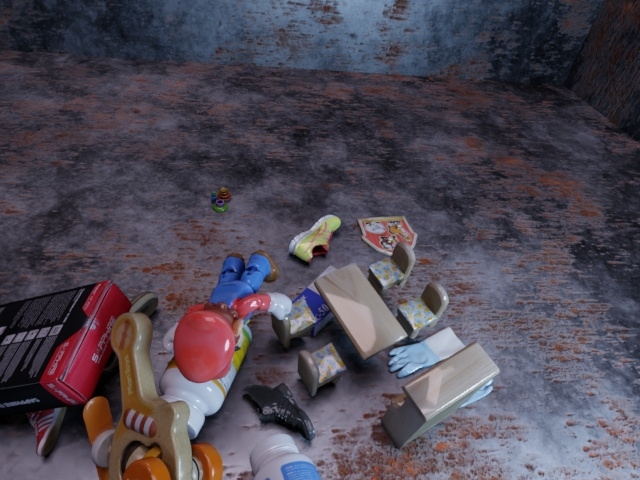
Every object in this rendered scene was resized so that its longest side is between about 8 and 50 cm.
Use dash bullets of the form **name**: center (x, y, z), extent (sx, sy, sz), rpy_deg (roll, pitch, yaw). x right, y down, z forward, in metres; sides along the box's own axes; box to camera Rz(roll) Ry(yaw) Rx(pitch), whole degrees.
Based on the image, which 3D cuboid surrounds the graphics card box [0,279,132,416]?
- **graphics card box**: center (-0.585, 0.220, 0.858), extent (0.371, 0.094, 0.233), rpy_deg (-12, 41, 11)

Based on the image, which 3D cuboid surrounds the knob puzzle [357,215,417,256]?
- **knob puzzle**: center (0.227, -0.019, 1.412), extent (0.213, 0.030, 0.213), rpy_deg (5, 42, -5)

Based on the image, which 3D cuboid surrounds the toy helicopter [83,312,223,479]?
- **toy helicopter**: center (-0.325, 0.304, 0.764), extent (0.140, 0.235, 0.355), rpy_deg (19, 49, -57)

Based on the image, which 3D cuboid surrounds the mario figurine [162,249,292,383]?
- **mario figurine**: center (-0.186, 0.163, 0.883), extent (0.170, 0.198, 0.320), rpy_deg (41, 32, -13)

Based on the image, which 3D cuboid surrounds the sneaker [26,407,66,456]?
- **sneaker**: center (-0.546, 0.362, 0.845), extent (0.067, 0.042, 0.118), rpy_deg (3, 34, -12)

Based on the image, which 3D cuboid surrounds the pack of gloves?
- **pack of gloves**: center (0.291, 0.307, 1.049), extent (0.232, 0.046, 0.195), rpy_deg (-15, 48, -25)

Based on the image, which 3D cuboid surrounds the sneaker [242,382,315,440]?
- **sneaker**: center (-0.090, 0.365, 0.917), extent (0.089, 0.051, 0.170), rpy_deg (-19, 44, -28)

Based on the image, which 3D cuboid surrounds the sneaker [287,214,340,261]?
- **sneaker**: center (0.000, 0.000, 1.326), extent (0.094, 0.081, 0.208), rpy_deg (39, 56, 20)

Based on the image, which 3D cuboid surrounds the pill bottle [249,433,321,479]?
- **pill bottle**: center (-0.048, 0.455, 0.753), extent (0.124, 0.124, 0.221), rpy_deg (-11, 32, -21)

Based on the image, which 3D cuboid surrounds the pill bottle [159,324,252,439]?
- **pill bottle**: center (-0.251, 0.278, 0.918), extent (0.136, 0.136, 0.245), rpy_deg (15, 42, 7)

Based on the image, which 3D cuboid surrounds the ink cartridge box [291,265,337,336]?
- **ink cartridge box**: center (0.006, 0.157, 1.166), extent (0.097, 0.046, 0.207), rpy_deg (28, 45, 22)

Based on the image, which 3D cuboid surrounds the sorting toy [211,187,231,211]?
- **sorting toy**: center (-0.332, -0.141, 1.443), extent (0.061, 0.042, 0.102), rpy_deg (7, 42, -2)

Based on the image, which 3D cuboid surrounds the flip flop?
- **flip flop**: center (-0.448, 0.226, 0.981), extent (0.080, 0.112, 0.277), rpy_deg (31, 39, 3)

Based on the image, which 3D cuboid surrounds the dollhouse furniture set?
- **dollhouse furniture set**: center (0.137, 0.197, 0.932), extent (0.362, 0.256, 0.394), rpy_deg (-23, 59, -21)
